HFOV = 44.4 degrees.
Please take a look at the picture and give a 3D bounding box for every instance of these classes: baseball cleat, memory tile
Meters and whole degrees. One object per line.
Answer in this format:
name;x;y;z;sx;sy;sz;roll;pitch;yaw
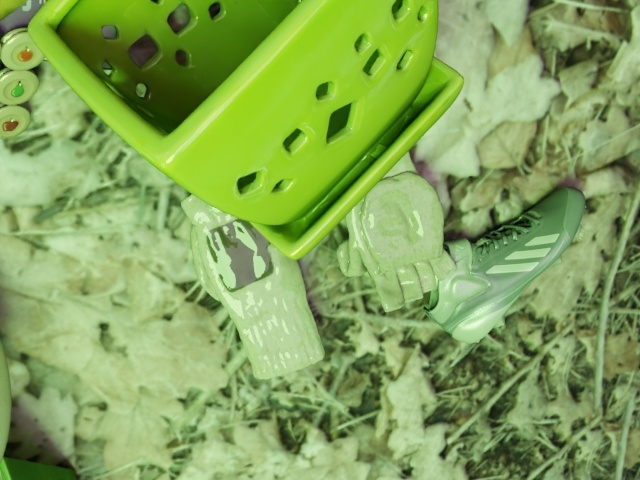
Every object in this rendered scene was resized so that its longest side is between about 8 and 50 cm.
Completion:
baseball cleat;0.189;0.011;0.821;0.109;0.072;0.206;37;89;-19
memory tile;-0.283;-0.114;0.589;0.148;0.012;0.113;-12;147;-41

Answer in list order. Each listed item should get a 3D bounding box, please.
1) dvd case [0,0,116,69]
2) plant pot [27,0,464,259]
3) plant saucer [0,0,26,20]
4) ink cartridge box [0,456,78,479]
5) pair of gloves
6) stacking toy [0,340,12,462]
dvd case;-0.273;-0.237;0.603;0.238;0.029;0.179;4;105;-19
plant pot;-0.040;-0.136;0.600;0.228;0.227;0.207;-47;143;-1
plant saucer;-0.283;-0.318;0.514;0.332;0.081;0.333;-39;113;-5
ink cartridge box;-0.334;0.293;0.659;0.255;0.189;0.097;-27;72;-8
pair of gloves;0.000;0.000;0.752;0.240;0.042;0.204;-27;103;-5
stacking toy;-0.495;0.180;0.550;0.480;0.351;0.350;-40;116;16
